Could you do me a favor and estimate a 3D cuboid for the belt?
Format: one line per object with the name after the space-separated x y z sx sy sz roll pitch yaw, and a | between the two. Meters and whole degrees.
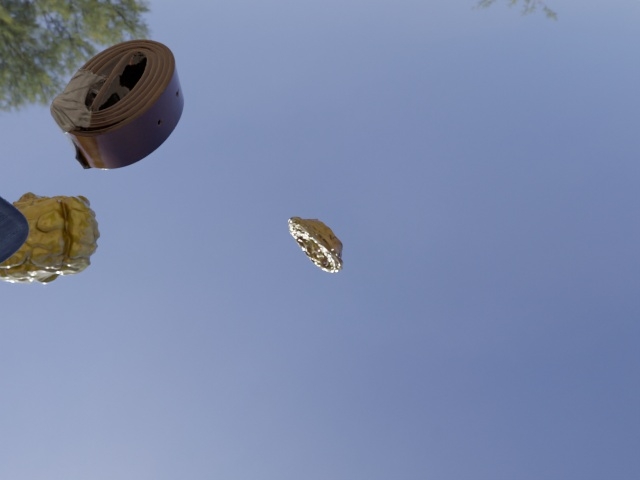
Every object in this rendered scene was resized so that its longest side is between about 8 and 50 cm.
-0.434 -0.307 1.057 0.218 0.122 0.338 12 -125 6 | belt

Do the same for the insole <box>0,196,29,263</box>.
-0.249 -0.028 0.241 0.110 0.309 0.012 -43 -99 -15 | insole

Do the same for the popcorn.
-0.565 -0.017 0.967 0.200 0.226 0.203 11 -130 -45 | popcorn

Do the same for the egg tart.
0.000 0.000 0.832 0.049 0.128 0.129 -43 -123 -17 | egg tart
